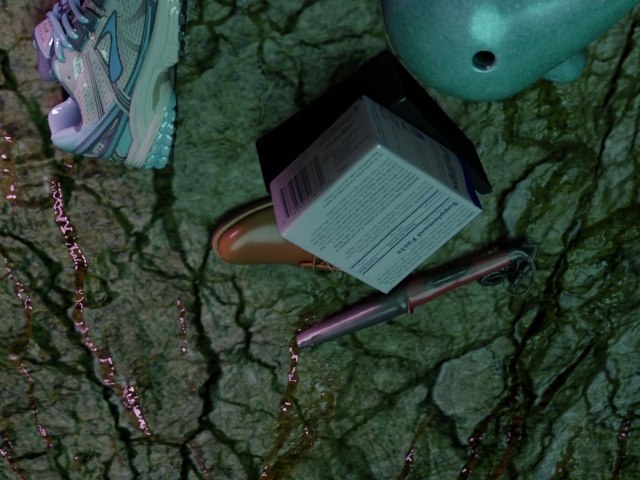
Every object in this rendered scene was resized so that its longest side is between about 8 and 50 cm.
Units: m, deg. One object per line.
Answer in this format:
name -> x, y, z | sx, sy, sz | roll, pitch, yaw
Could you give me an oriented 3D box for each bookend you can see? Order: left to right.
bookend -> 0.051, -0.070, 1.262 | 0.156, 0.072, 0.157 | -34, 132, 18

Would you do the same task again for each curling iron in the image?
curling iron -> 0.104, 0.066, 1.428 | 0.274, 0.035, 0.068 | -20, 134, 4

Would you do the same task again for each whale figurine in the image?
whale figurine -> 0.183, -0.200, 1.094 | 0.272, 0.141, 0.216 | -8, 135, 17

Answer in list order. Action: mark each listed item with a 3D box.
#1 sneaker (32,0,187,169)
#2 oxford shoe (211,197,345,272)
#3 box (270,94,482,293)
sneaker -> -0.172, -0.170, 1.088 | 0.122, 0.110, 0.283 | 1, 132, -10
oxford shoe -> 0.000, 0.000, 1.314 | 0.212, 0.076, 0.076 | -7, 135, -6
box -> 0.049, -0.038, 1.188 | 0.137, 0.072, 0.126 | 30, 121, -35
